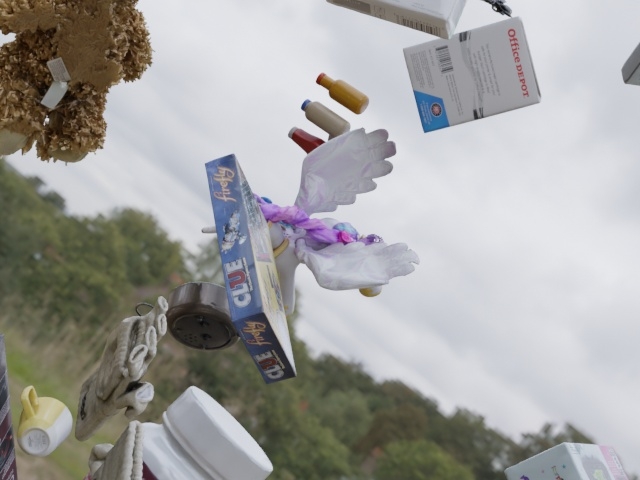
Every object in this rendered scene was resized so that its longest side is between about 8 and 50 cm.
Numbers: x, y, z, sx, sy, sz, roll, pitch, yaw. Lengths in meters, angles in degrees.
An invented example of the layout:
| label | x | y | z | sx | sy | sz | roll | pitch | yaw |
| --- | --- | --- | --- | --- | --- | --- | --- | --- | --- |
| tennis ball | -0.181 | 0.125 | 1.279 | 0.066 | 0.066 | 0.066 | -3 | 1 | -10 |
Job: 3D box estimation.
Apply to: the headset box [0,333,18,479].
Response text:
| label | x | y | z | sx | sy | sz | roll | pitch | yaw |
| --- | --- | --- | --- | --- | --- | --- | --- | --- | --- |
| headset box | -0.507 | 0.238 | 1.600 | 0.218 | 0.110 | 0.293 | 12 | -53 | 8 |

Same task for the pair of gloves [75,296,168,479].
| label | x | y | z | sx | sy | sz | roll | pitch | yaw |
| --- | --- | --- | --- | --- | --- | --- | --- | --- | --- |
| pair of gloves | -0.203 | 0.195 | 1.268 | 0.042 | 0.204 | 0.240 | 16 | 45 | -20 |

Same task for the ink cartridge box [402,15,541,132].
| label | x | y | z | sx | sy | sz | roll | pitch | yaw |
| --- | --- | --- | --- | --- | --- | --- | --- | --- | --- |
| ink cartridge box | 0.256 | -0.275 | 2.122 | 0.086 | 0.203 | 0.148 | -29 | 105 | -77 |

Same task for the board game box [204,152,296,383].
| label | x | y | z | sx | sy | sz | roll | pitch | yaw |
| --- | --- | --- | --- | --- | --- | --- | --- | --- | --- |
| board game box | -0.088 | 0.035 | 1.596 | 0.165 | 0.042 | 0.243 | 68 | 7 | -54 |

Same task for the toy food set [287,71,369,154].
| label | x | y | z | sx | sy | sz | roll | pitch | yaw |
| --- | --- | --- | --- | --- | --- | --- | --- | --- | --- |
| toy food set | 0.006 | -0.190 | 2.359 | 0.104 | 0.111 | 0.232 | 36 | -37 | 19 |

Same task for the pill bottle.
| label | x | y | z | sx | sy | sz | roll | pitch | yaw |
| --- | --- | --- | --- | --- | --- | --- | --- | --- | --- |
| pill bottle | -0.276 | 0.433 | 2.004 | 0.224 | 0.392 | 0.224 | 45 | -1 | 1 |

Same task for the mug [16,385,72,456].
| label | x | y | z | sx | sy | sz | roll | pitch | yaw |
| --- | --- | --- | --- | --- | --- | --- | --- | --- | --- |
| mug | -0.335 | 0.220 | 1.497 | 0.078 | 0.062 | 0.064 | 39 | 10 | -9 |

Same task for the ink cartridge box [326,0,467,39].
| label | x | y | z | sx | sy | sz | roll | pitch | yaw |
| --- | --- | --- | --- | --- | --- | --- | --- | --- | --- |
| ink cartridge box | 0.128 | -0.394 | 1.700 | 0.181 | 0.225 | 0.056 | 20 | -19 | 14 |

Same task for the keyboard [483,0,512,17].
| label | x | y | z | sx | sy | sz | roll | pitch | yaw |
| --- | --- | --- | --- | --- | --- | --- | --- | --- | --- |
| keyboard | 0.264 | -0.500 | 2.298 | 0.317 | 0.033 | 0.201 | 5 | 58 | -55 |

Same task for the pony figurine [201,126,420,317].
| label | x | y | z | sx | sy | sz | roll | pitch | yaw |
| --- | --- | --- | --- | --- | --- | --- | --- | --- | --- |
| pony figurine | 0.000 | 0.000 | 2.267 | 0.363 | 0.351 | 0.303 | 59 | 19 | -61 |

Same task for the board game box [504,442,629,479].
| label | x | y | z | sx | sy | sz | roll | pitch | yaw |
| --- | --- | --- | --- | --- | --- | --- | --- | --- | --- |
| board game box | 0.361 | 0.409 | 1.579 | 0.224 | 0.097 | 0.303 | 17 | 46 | -60 |

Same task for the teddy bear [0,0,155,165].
| label | x | y | z | sx | sy | sz | roll | pitch | yaw |
| --- | --- | --- | --- | --- | --- | --- | --- | --- | --- |
| teddy bear | -0.296 | -0.235 | 1.479 | 0.113 | 0.245 | 0.338 | 50 | -41 | 45 |

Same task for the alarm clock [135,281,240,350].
| label | x | y | z | sx | sy | sz | roll | pitch | yaw |
| --- | --- | --- | --- | --- | --- | --- | --- | --- | --- |
| alarm clock | -0.206 | 0.125 | 2.050 | 0.192 | 0.064 | 0.129 | 7 | -39 | 7 |

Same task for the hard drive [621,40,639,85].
| label | x | y | z | sx | sy | sz | roll | pitch | yaw |
| --- | --- | --- | --- | --- | --- | --- | --- | --- | --- |
| hard drive | 0.766 | -0.347 | 2.336 | 0.353 | 0.047 | 0.233 | 6 | -30 | -12 |
